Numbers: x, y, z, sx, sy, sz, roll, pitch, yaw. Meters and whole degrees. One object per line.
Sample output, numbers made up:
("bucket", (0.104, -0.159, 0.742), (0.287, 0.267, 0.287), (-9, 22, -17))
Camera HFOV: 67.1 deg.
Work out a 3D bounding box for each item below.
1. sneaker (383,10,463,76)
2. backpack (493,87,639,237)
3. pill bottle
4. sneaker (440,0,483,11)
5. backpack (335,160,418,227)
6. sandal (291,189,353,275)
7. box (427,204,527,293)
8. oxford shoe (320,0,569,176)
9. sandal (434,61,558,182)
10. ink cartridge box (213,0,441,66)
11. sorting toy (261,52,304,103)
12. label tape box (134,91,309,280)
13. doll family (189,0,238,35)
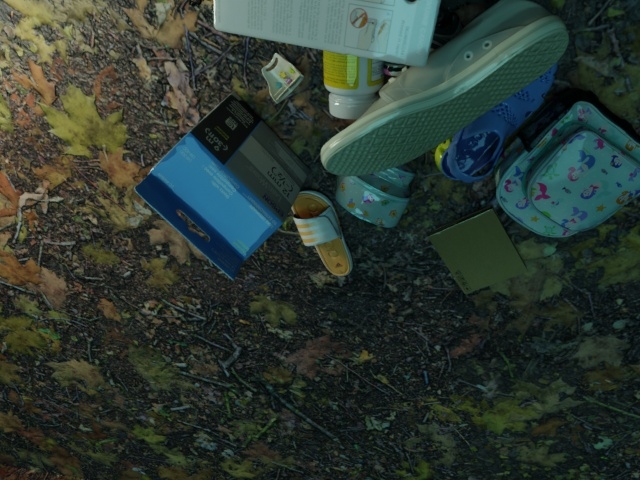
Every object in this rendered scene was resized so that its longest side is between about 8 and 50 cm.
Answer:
("sneaker", (0.187, -0.362, 0.882), (0.170, 0.063, 0.075), (-26, 130, 0))
("backpack", (0.474, -0.128, 0.938), (0.225, 0.191, 0.253), (33, 129, -11))
("pill bottle", (0.064, -0.346, 0.916), (0.119, 0.119, 0.208), (5, 124, 10))
("sneaker", (0.263, -0.453, 0.821), (0.286, 0.109, 0.130), (18, 133, 11))
("backpack", (0.117, -0.119, 1.013), (0.166, 0.188, 0.144), (26, 126, -5))
("sandal", (0.010, -0.002, 1.187), (0.102, 0.076, 0.265), (-17, 118, 22))
("box", (0.377, 0.028, 1.157), (0.164, 0.021, 0.201), (-26, 114, 27))
("oxford shoe", (0.192, -0.259, 0.847), (0.449, 0.130, 0.169), (-31, 157, 17))
("sandal", (0.337, -0.227, 0.925), (0.126, 0.138, 0.317), (25, 124, -2))
("ink cartridge box", (0.015, -0.468, 0.759), (0.385, 0.091, 0.308), (15, 125, 11))
("sorting toy", (-0.082, -0.344, 1.002), (0.083, 0.045, 0.075), (-37, 102, 31))
("label tape box", (-0.175, -0.125, 0.980), (0.115, 0.348, 0.249), (-34, 111, 29))
("doll family", (-0.196, -0.471, 0.921), (0.193, 0.076, 0.111), (32, 120, -13))
